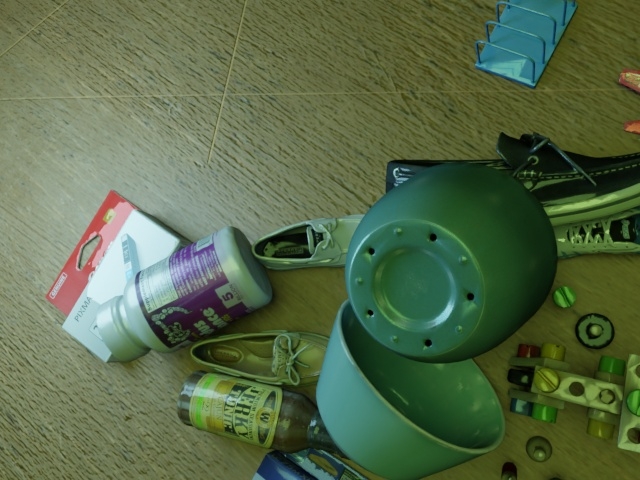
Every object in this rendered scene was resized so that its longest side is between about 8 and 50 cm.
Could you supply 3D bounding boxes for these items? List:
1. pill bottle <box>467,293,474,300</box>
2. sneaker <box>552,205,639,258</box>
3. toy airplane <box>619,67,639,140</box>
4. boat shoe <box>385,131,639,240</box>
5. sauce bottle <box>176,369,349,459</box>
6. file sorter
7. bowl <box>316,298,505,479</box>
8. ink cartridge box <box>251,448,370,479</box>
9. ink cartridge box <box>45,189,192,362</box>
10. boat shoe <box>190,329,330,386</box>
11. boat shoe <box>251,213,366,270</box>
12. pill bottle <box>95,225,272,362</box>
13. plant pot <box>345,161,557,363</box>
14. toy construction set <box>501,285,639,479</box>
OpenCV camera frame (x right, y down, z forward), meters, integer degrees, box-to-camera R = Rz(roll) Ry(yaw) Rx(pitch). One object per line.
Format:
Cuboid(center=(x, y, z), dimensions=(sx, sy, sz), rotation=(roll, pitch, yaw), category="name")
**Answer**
Cuboid(center=(0.195, 0.078, 1.042), dimensions=(0.169, 0.094, 0.094), rotation=(26, 89, 22), category="pill bottle")
Cuboid(center=(0.460, -0.016, 0.975), dimensions=(0.237, 0.086, 0.085), rotation=(-5, 80, 19), category="sneaker")
Cuboid(center=(0.570, -0.230, 1.008), dimensions=(0.151, 0.028, 0.151), rotation=(-4, 78, 19), category="toy airplane")
Cuboid(center=(0.334, -0.104, 0.977), dimensions=(0.500, 0.187, 0.155), rotation=(-8, 97, 22), category="boat shoe")
Cuboid(center=(-0.091, 0.313, 1.074), dimensions=(0.345, 0.111, 0.111), rotation=(5, 81, 24), category="sauce bottle")
Cuboid(center=(0.364, -0.385, 1.067), dimensions=(0.118, 0.104, 0.170), rotation=(28, 90, 22), category="file sorter")
Cuboid(center=(0.117, 0.250, 0.954), dimensions=(0.311, 0.312, 0.163), rotation=(44, 116, 21), category="bowl")
Cuboid(center=(-0.065, 0.516, 1.067), dimensions=(0.186, 0.065, 0.311), rotation=(29, 88, 22), category="ink cartridge box")
Cuboid(center=(-0.452, 0.066, 1.280), dimensions=(0.261, 0.066, 0.296), rotation=(31, 91, 20), category="ink cartridge box")
Cuboid(center=(-0.102, 0.220, 1.118), dimensions=(0.285, 0.089, 0.104), rotation=(-4, 79, 18), category="boat shoe")
Cuboid(center=(0.000, 0.000, 1.125), dimensions=(0.268, 0.088, 0.096), rotation=(-6, 78, 18), category="boat shoe")
Cuboid(center=(-0.257, 0.109, 1.132), dimensions=(0.302, 0.169, 0.169), rotation=(-28, 72, 5), category="pill bottle")
Cuboid(center=(0.168, 0.042, 0.859), dimensions=(0.293, 0.235, 0.292), rotation=(6, 103, 27), category="plant pot")
Cuboid(center=(0.373, 0.253, 0.872), dimensions=(0.257, 0.237, 0.308), rotation=(37, 93, 21), category="toy construction set")
